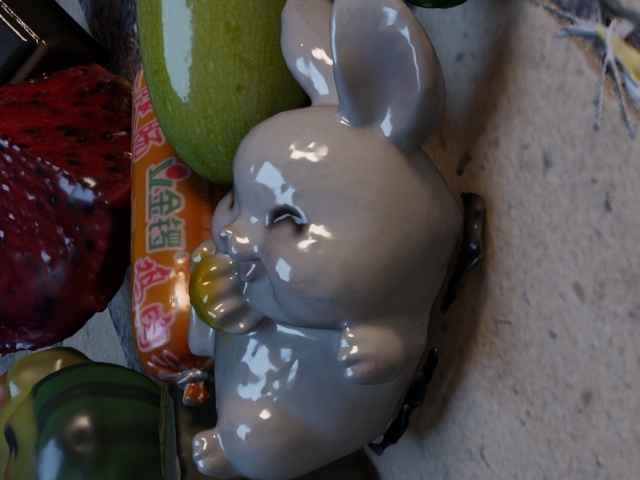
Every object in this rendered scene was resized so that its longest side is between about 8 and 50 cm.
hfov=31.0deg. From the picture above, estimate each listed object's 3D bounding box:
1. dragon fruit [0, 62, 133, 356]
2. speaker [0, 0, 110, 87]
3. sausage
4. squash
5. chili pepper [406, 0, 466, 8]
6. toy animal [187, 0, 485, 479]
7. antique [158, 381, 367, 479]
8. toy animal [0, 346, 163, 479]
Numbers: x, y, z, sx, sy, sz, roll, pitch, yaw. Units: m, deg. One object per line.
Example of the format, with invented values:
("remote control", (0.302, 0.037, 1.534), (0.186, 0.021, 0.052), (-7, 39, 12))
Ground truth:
("dragon fruit", (-0.306, -0.032, 1.190), (0.330, 0.240, 0.302), (-54, 12, 29))
("speaker", (-0.383, -0.177, 1.288), (0.153, 0.192, 0.231), (45, 102, 7))
("sausage", (-0.106, -0.008, 0.913), (0.093, 0.093, 0.312), (119, 153, -47))
("squash", (-0.073, -0.160, 0.862), (0.132, 0.133, 0.247), (14, 106, 62))
("chili pepper", (0.034, -0.219, 0.707), (0.253, 0.084, 0.099), (-128, 33, -53))
("toy animal", (0.001, 0.005, 0.725), (0.208, 0.154, 0.325), (-144, 66, -69))
("antique", (-0.068, 0.164, 0.912), (0.284, 0.150, 0.125), (-118, 34, -53))
("toy animal", (-0.218, 0.208, 1.128), (0.338, 0.191, 0.216), (164, 100, -69))
